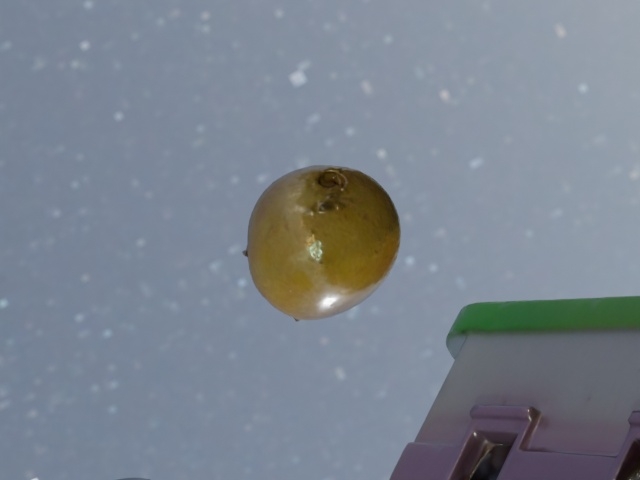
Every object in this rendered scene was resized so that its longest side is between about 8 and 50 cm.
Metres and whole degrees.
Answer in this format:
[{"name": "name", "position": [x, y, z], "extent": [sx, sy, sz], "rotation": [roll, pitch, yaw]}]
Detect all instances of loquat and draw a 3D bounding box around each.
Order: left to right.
[{"name": "loquat", "position": [0.000, 0.000, 1.688], "extent": [0.141, 0.141, 0.141], "rotation": [52, -159, -29]}]

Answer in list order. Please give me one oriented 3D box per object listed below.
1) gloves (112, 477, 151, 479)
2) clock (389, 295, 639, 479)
[{"name": "gloves", "position": [-0.128, 0.297, 1.508], "extent": [0.131, 0.140, 0.218], "rotation": [-24, -79, -56]}, {"name": "clock", "position": [0.078, 0.180, 0.505], "extent": [0.166, 0.235, 0.309], "rotation": [38, -110, -23]}]
